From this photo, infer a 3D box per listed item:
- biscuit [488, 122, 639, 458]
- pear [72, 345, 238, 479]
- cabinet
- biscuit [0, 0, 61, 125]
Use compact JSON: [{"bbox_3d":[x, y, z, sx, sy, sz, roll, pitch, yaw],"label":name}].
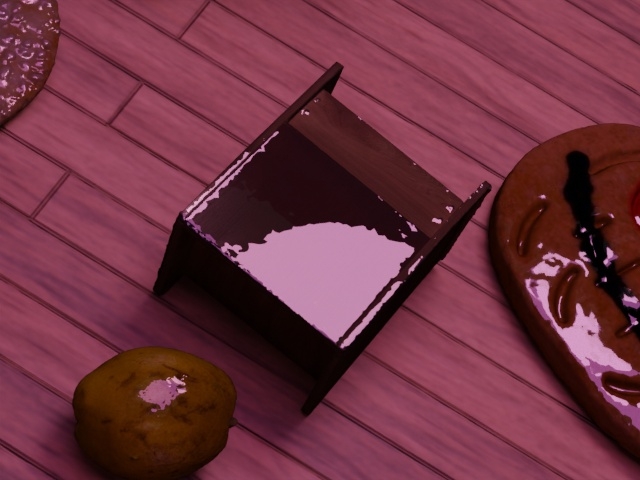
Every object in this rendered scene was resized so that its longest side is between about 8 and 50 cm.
[{"bbox_3d":[0.331,0.042,1.562,0.314,0.063,0.367,-24,69,-27],"label":"biscuit"},{"bbox_3d":[-0.130,0.137,1.328,0.131,0.107,0.107,6,58,-6],"label":"pear"},{"bbox_3d":[0.000,0.000,1.430,0.175,0.148,0.215,39,60,7],"label":"cabinet"},{"bbox_3d":[-0.306,-0.173,1.501,0.141,0.038,0.290,25,57,-1],"label":"biscuit"}]
